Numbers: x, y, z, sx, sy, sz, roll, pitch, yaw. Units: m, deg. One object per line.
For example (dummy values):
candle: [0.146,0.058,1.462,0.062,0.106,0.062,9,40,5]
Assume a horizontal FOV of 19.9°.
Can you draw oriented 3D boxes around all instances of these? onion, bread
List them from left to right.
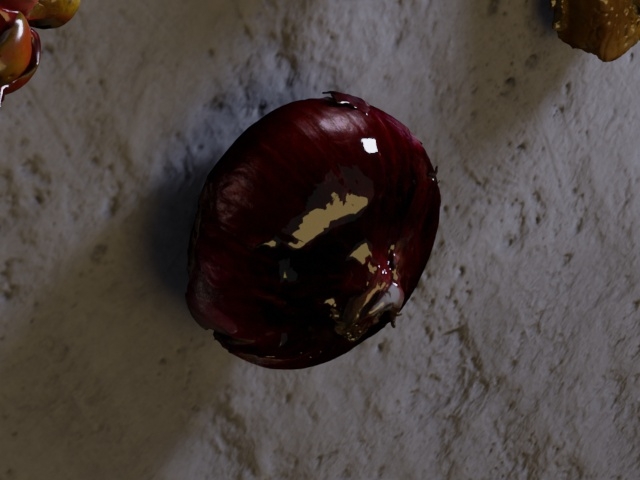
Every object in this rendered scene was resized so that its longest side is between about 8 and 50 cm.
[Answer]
onion: [0.000,0.000,1.887,0.314,0.232,0.314,-24,131,-31]
bread: [0.327,-0.391,2.060,0.185,0.109,0.380,-28,132,-19]

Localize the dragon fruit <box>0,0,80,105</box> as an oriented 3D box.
dragon fruit: [-0.336,-0.160,1.449,0.307,0.243,0.227,8,151,-29]
